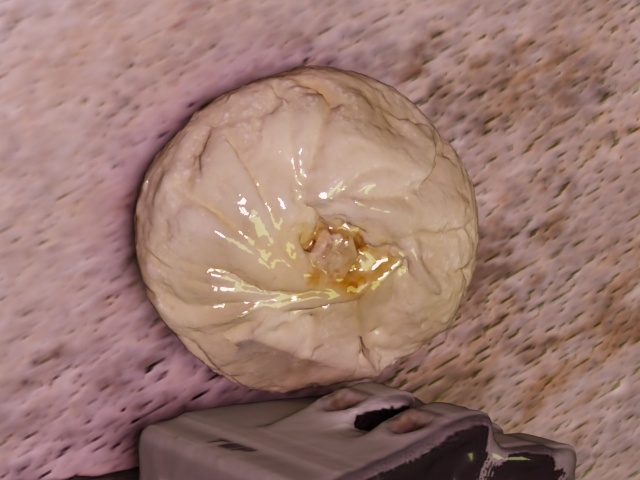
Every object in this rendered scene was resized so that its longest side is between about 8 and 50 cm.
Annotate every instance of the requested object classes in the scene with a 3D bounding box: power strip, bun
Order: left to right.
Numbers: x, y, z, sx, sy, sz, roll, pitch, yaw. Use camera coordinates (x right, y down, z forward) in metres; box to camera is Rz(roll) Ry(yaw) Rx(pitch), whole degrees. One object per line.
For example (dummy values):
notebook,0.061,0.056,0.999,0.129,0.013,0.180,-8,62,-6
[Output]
bun,0.000,0.000,0.953,0.188,0.111,0.164,32,94,-43
power strip,0.011,0.116,0.930,0.251,0.257,0.092,-12,104,-33
